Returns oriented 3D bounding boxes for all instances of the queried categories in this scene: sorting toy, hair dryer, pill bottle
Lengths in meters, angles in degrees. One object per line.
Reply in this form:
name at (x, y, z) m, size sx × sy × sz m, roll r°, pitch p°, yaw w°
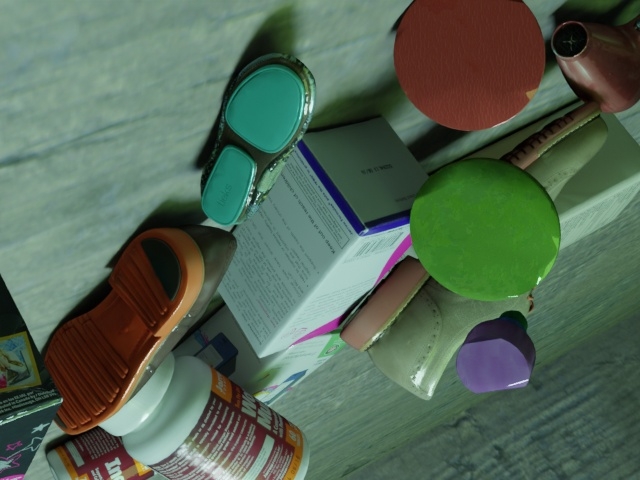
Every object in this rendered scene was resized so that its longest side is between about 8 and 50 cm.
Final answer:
sorting toy at (0.151, -0.051, 0.931) m, size 0.127 × 0.365 × 0.126 m, roll 0°, pitch -158°, yaw 22°
hair dryer at (0.330, -0.229, 1.083) m, size 0.293 × 0.080 × 0.223 m, roll -29°, pitch 146°, yaw -30°
pill bottle at (-0.127, 0.195, 1.111) m, size 0.121 × 0.121 × 0.221 m, roll -40°, pitch 118°, yaw 20°
pill bottle at (-0.245, 0.260, 1.297) m, size 0.152 × 0.086 × 0.086 m, roll -26°, pitch 160°, yaw -21°

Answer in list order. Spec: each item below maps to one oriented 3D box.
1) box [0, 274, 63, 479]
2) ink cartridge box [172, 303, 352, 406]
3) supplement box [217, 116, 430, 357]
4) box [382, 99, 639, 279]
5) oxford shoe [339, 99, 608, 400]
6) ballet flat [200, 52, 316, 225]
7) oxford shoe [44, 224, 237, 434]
box at (-0.320, 0.141, 0.798) m, size 0.163 × 0.142 × 0.247 m, roll -16°, pitch 154°, yaw -38°
ink cartridge box at (-0.080, 0.135, 1.247) m, size 0.212 × 0.093 × 0.154 m, roll -39°, pitch 161°, yaw 22°
supplement box at (0.000, 0.000, 1.011) m, size 0.111 × 0.114 × 0.220 m, roll -17°, pitch 154°, yaw -41°
box at (0.220, -0.035, 1.262) m, size 0.311 × 0.121 × 0.148 m, roll -26°, pitch 160°, yaw -19°
oxford shoe at (0.180, 0.010, 1.087) m, size 0.348 × 0.130 × 0.123 m, roll -47°, pitch 177°, yaw 5°
ballet flat at (-0.044, -0.087, 0.826) m, size 0.070 × 0.070 × 0.188 m, roll -18°, pitch 158°, yaw -37°
oxford shoe at (-0.167, 0.088, 0.991) m, size 0.271 × 0.097 × 0.098 m, roll -45°, pitch 164°, yaw 32°
